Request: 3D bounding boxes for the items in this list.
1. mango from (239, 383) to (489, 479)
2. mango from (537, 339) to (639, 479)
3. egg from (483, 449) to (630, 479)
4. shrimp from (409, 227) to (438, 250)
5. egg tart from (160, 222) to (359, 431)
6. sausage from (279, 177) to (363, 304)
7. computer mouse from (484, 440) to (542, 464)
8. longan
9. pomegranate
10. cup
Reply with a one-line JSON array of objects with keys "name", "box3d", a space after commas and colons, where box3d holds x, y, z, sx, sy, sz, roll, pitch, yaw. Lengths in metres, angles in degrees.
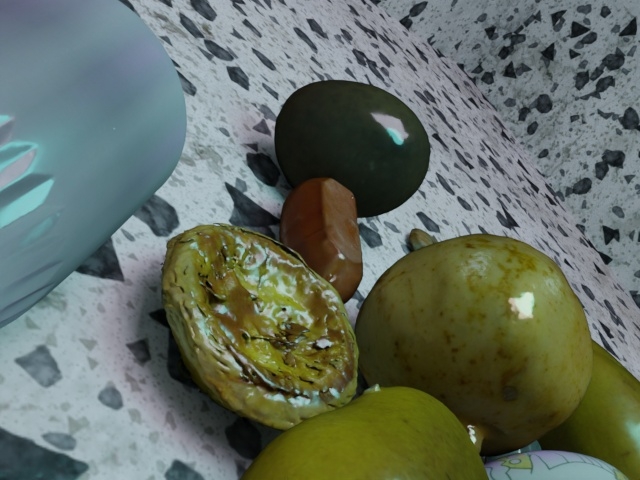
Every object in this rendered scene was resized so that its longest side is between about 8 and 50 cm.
[{"name": "mango", "box3d": [0.051, 0.286, 0.653, 0.301, 0.220, 0.445, 53, 22, -8]}, {"name": "mango", "box3d": [0.463, 0.339, 1.157, 0.300, 0.232, 0.446, 78, -9, -52]}, {"name": "egg", "box3d": [0.291, 0.368, 0.906, 0.271, 0.196, 0.196, 12, 28, 5]}, {"name": "shrimp", "box3d": [0.296, 0.086, 1.503, 0.296, 0.058, 0.169, 54, 24, 21]}, {"name": "egg tart", "box3d": [-0.083, 0.106, 0.828, 0.290, 0.115, 0.290, 34, 28, -21]}, {"name": "sausage", "box3d": [-0.002, 0.002, 1.079, 0.133, 0.133, 0.258, 31, 33, -31]}, {"name": "computer mouse", "box3d": [0.309, 0.400, 1.064, 0.128, 0.079, 0.231, 14, 58, -48]}, {"name": "longan", "box3d": [0.050, -0.162, 1.274, 0.300, 0.300, 0.243, 36, 69, -22]}, {"name": "pomegranate", "box3d": [0.215, 0.164, 0.987, 0.342, 0.342, 0.342, 36, 28, -23]}, {"name": "cup", "box3d": [-0.292, -0.073, 0.600, 0.253, 0.253, 0.371, 42, 28, -11]}]
